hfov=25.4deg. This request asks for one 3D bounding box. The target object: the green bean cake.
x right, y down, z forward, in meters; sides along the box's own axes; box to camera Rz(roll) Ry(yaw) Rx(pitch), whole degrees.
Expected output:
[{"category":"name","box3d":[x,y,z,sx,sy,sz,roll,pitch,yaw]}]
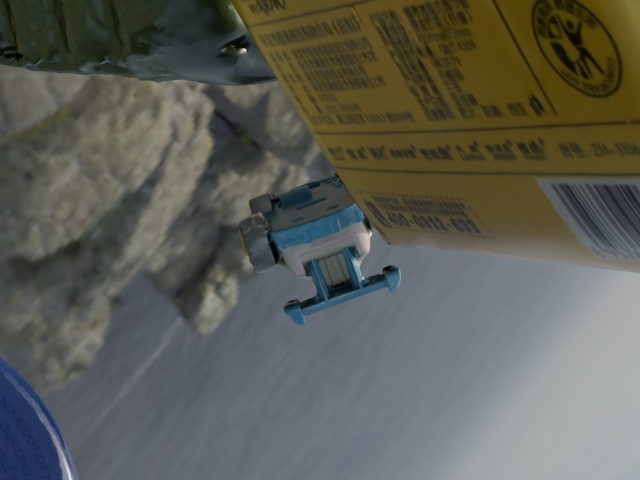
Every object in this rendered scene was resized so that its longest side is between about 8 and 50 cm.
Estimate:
[{"category":"green bean cake","box3d":[-0.114,-0.221,1.062,0.319,0.335,0.218,-22,111,-42]}]

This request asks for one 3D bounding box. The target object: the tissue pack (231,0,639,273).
[{"category":"tissue pack","box3d":[0.126,-0.146,0.706,0.228,0.293,0.382,-39,-163,-19]}]

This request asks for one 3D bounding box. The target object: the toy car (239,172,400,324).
[{"category":"toy car","box3d":[0.000,0.000,1.205,0.126,0.098,0.161,-19,-169,-2]}]

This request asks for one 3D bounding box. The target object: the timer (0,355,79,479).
[{"category":"timer","box3d":[-0.361,0.233,0.942,0.383,0.270,0.270,-35,-178,40]}]
